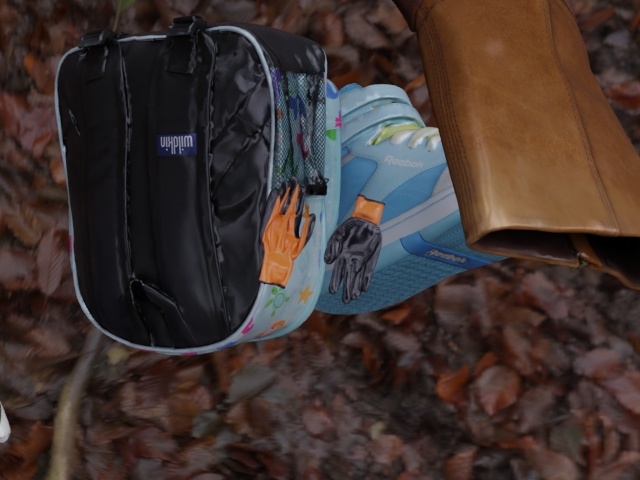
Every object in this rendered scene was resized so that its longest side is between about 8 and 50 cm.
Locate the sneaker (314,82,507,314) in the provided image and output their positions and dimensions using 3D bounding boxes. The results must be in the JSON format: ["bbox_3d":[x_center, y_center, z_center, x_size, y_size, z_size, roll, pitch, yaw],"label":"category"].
[{"bbox_3d":[0.098,-0.078,0.978,0.127,0.319,0.208,23,51,-48],"label":"sneaker"}]

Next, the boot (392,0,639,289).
[{"bbox_3d":[0.042,-0.110,0.533,0.264,0.096,0.280,18,50,-38],"label":"boot"}]

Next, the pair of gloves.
[{"bbox_3d":[0.000,0.000,0.722,0.083,0.010,0.074,14,81,-15],"label":"pair of gloves"}]

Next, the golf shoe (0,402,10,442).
[{"bbox_3d":[-0.480,0.243,1.238,0.273,0.105,0.120,-38,85,-31],"label":"golf shoe"}]

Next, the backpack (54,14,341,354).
[{"bbox_3d":[-0.095,-0.037,0.900,0.191,0.225,0.253,2,88,-60],"label":"backpack"}]
